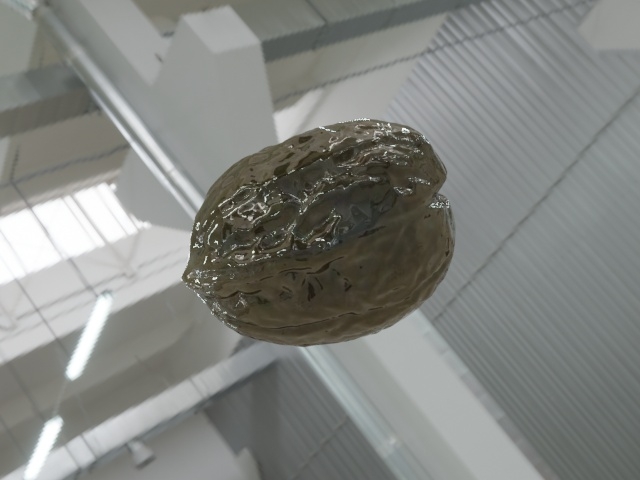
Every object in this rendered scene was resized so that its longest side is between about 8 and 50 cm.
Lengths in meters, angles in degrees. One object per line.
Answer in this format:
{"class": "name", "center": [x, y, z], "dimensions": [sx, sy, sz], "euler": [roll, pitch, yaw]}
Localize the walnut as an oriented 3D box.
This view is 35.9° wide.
{"class": "walnut", "center": [-0.001, -0.001, 0.797], "dimensions": [0.231, 0.178, 0.178], "euler": [-17, -20, -7]}
